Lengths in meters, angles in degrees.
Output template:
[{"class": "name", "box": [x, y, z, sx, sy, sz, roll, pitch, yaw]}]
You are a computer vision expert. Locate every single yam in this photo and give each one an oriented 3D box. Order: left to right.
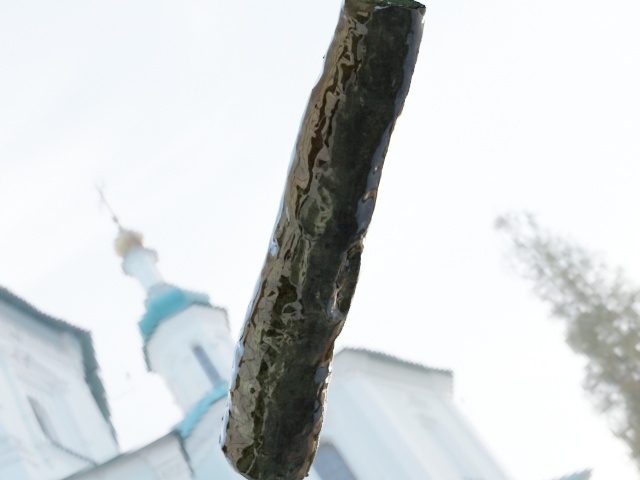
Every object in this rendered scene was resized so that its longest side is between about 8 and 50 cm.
[{"class": "yam", "box": [0.000, 0.000, 0.695, 0.061, 0.061, 0.274, 5, -74, -39]}]
